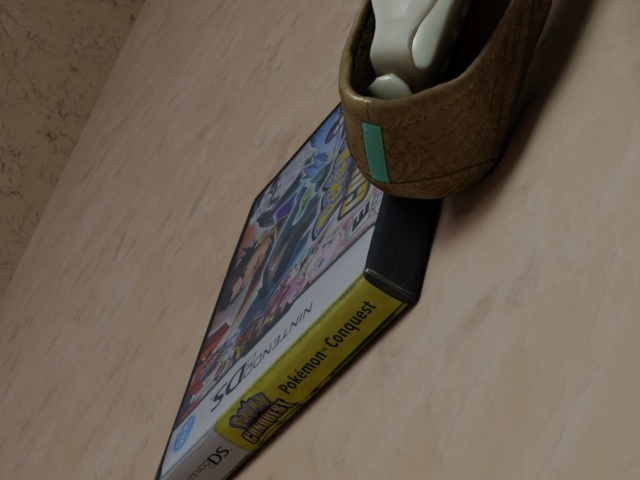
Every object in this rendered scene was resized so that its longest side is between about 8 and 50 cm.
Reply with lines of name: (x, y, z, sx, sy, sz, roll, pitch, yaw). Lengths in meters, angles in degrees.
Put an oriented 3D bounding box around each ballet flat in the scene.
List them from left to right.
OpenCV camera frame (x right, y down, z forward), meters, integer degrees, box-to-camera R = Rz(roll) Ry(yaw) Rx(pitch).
ballet flat: (0.084, -0.191, 0.938, 0.342, 0.116, 0.124, -68, -25, -11)

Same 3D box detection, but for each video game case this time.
video game case: (0.000, 0.000, 1.098, 0.248, 0.035, 0.275, -47, 18, 41)
